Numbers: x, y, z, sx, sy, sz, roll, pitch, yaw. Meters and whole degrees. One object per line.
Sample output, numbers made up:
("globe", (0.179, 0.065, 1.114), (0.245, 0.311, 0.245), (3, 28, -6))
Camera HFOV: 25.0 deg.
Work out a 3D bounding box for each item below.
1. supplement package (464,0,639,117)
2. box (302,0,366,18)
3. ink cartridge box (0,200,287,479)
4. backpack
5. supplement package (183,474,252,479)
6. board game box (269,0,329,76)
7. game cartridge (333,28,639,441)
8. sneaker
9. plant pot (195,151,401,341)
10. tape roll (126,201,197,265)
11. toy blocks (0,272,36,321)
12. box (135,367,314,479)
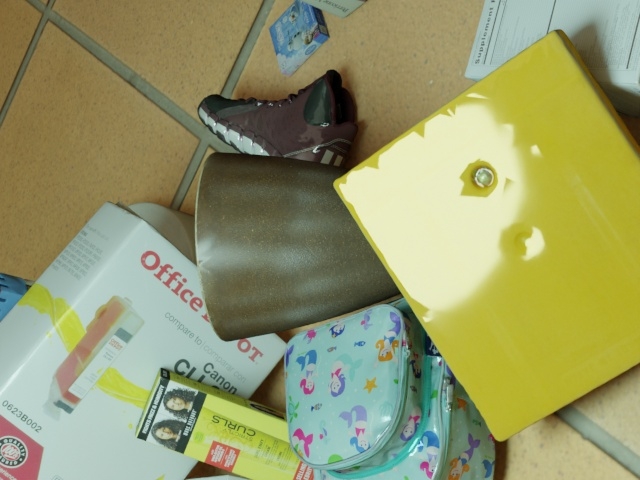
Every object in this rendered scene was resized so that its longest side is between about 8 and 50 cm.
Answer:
("supplement package", (0.295, -0.213, 1.530), (0.244, 0.133, 0.139), (12, 85, 51))
("box", (0.047, -0.419, 1.895), (0.232, 0.148, 0.127), (-33, 53, 39))
("ink cartridge box", (-0.273, 0.183, 1.831), (0.385, 0.279, 0.160), (-51, 27, -8))
("backpack", (0.079, 0.196, 1.600), (0.225, 0.191, 0.254), (-20, 67, 40))
("supplement package", (-0.139, 0.364, 1.849), (0.179, 0.105, 0.105), (-15, 63, 46))
("board game box", (-0.032, -0.294, 2.043), (0.090, 0.020, 0.090), (-43, 47, 33))
("game cartridge", (0.211, -0.001, 1.456), (0.285, 0.052, 0.324), (-34, 87, 21))
("sneaker", (-0.041, -0.174, 1.959), (0.281, 0.106, 0.163), (37, 100, 39))
("plant pot", (0.000, 0.000, 1.610), (0.230, 0.215, 0.215), (-4, 69, 12))
("tape roll", (-0.274, 0.136, 2.128), (0.392, 0.072, 0.392), (-23, 59, 44))
("toy blocks", (-0.412, 0.204, 2.001), (0.381, 0.261, 0.191), (-57, 41, 19))
("box", (-0.103, 0.236, 1.759), (0.058, 0.232, 0.087), (-133, 66, -80))
